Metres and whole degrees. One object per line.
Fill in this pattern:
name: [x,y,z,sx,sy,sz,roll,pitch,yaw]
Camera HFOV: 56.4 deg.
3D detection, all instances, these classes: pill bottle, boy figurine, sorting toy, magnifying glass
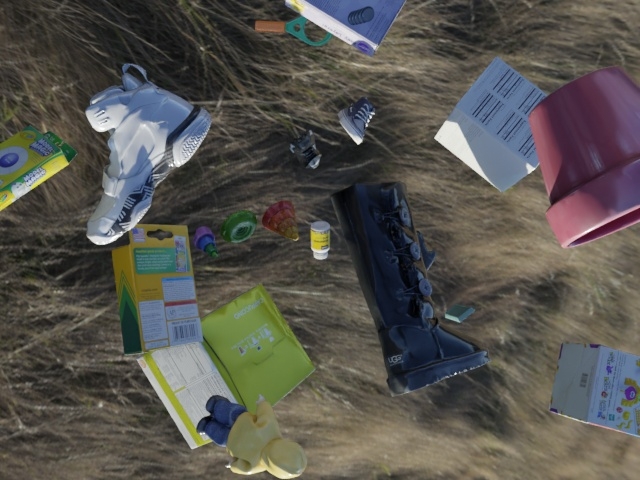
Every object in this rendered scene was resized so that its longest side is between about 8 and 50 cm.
pill bottle: [0.000,0.000,1.985,0.065,0.065,0.116,-21,123,-33]
boy figurine: [-0.148,0.439,1.341,0.092,0.285,0.177,33,75,-55]
sorting toy: [-0.209,-0.015,1.866,0.365,0.126,0.127,-17,141,-32]
magnifying glass: [-0.074,-0.602,1.688,0.026,0.230,0.092,-38,134,-68]

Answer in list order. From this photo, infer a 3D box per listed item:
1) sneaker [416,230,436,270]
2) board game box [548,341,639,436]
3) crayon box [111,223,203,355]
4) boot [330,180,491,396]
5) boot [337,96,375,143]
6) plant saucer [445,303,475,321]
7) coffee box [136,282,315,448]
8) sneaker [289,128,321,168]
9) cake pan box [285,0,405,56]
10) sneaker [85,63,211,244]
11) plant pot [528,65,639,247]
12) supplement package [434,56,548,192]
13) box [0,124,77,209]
sneaker: [0.268,0.000,1.997,0.286,0.109,0.130,44,74,-14]
board game box: [0.608,0.300,1.138,0.275,0.142,0.145,16,81,-4]
crayon box: [-0.428,0.123,1.568,0.203,0.083,0.323,1,78,-55]
boot: [0.212,0.090,1.349,0.146,0.446,0.367,-27,164,31]
boot: [0.096,-0.306,1.480,0.086,0.190,0.069,-37,117,12]
plant saucer: [0.467,0.243,2.020,0.067,0.018,0.192,-39,180,-3]
coffee box: [-0.293,0.390,1.883,0.334,0.338,0.337,-33,178,38]
sneaker: [-0.037,-0.267,1.790,0.078,0.234,0.106,-37,96,-2]
cake pan box: [0.085,-0.603,1.391,0.267,0.245,0.070,-61,-176,-11]
sneaker: [-0.410,-0.176,1.218,0.210,0.137,0.366,38,98,-26]
plant pot: [0.366,-0.111,0.764,0.201,0.180,0.201,-19,165,-5]
supplement package: [0.386,-0.242,1.282,0.149,0.203,0.194,-50,176,-9]
box: [-0.529,-0.133,1.046,0.179,0.105,0.043,-43,151,-27]
